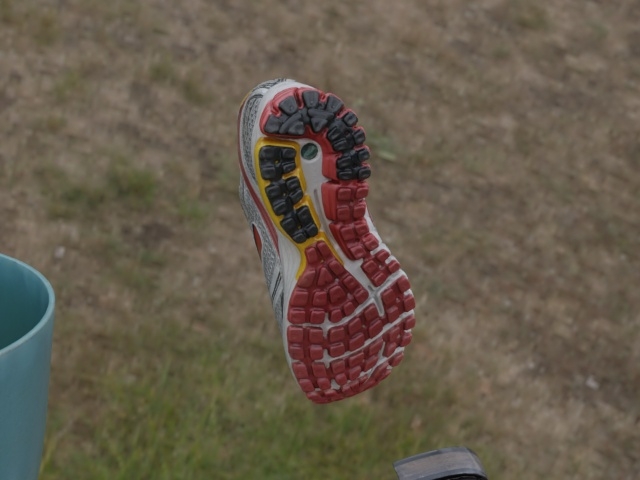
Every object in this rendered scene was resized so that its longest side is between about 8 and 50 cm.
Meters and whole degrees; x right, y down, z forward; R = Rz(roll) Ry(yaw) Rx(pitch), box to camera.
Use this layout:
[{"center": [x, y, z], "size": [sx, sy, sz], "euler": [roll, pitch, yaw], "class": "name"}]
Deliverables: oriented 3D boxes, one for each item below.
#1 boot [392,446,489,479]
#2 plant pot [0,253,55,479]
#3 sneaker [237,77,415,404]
[{"center": [0.060, 0.269, 1.043], "size": [0.263, 0.091, 0.229], "euler": [-24, 45, -6], "class": "boot"}, {"center": [-0.343, 0.156, 1.139], "size": [0.293, 0.235, 0.293], "euler": [1, 20, 0], "class": "plant pot"}, {"center": [0.000, 0.000, 0.957], "size": [0.088, 0.225, 0.093], "euler": [-16, 25, -15], "class": "sneaker"}]
